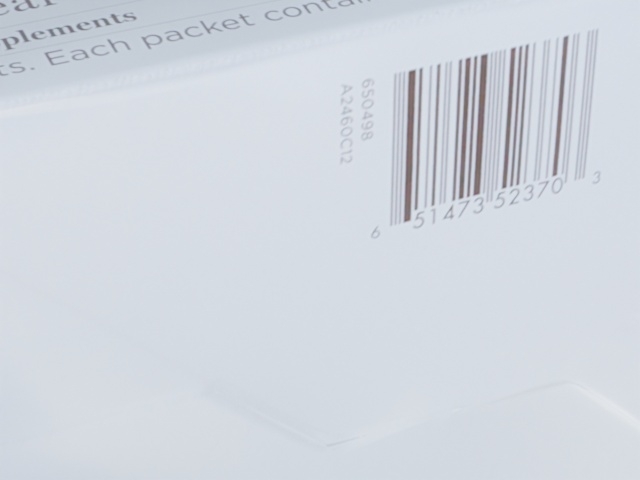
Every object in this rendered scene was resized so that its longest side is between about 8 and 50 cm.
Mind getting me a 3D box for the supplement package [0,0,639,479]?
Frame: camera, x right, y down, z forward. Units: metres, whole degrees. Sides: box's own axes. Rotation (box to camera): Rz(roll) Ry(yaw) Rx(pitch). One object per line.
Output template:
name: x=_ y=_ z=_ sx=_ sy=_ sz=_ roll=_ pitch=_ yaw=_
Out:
supplement package: x=0.000 y=0.000 z=0.457 sx=0.145 sy=0.262 sz=0.204 roll=-129 pitch=31 yaw=-49
